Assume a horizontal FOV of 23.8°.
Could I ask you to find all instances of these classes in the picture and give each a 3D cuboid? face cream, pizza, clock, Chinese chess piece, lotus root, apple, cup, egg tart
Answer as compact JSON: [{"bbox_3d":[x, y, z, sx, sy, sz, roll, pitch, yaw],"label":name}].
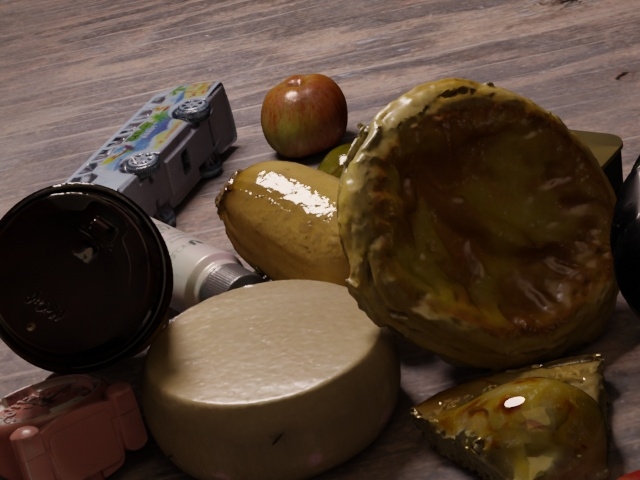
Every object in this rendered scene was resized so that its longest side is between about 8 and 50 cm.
[{"bbox_3d":[-0.154,0.042,1.794,0.092,0.092,0.311,-28,31,-28],"label":"face cream"},{"bbox_3d":[0.213,0.157,1.442,0.204,0.081,0.188,-22,29,-22],"label":"pizza"},{"bbox_3d":[-0.278,0.198,1.564,0.166,0.093,0.162,-25,21,-33],"label":"clock"},{"bbox_3d":[-0.052,0.142,1.554,0.273,0.102,0.273,-9,26,4],"label":"Chinese chess piece"},{"bbox_3d":[0.001,0.001,1.728,0.131,0.146,0.303,-28,46,-36],"label":"lotus root"},{"bbox_3d":[-0.023,-0.177,2.139,0.126,0.102,0.126,-10,28,6],"label":"apple"},{"bbox_3d":[-0.245,0.052,1.618,0.196,0.196,0.280,-13,-9,-2],"label":"cup"},{"bbox_3d":[0.162,-0.008,1.598,0.341,0.341,0.132,-29,-3,-30],"label":"egg tart"}]

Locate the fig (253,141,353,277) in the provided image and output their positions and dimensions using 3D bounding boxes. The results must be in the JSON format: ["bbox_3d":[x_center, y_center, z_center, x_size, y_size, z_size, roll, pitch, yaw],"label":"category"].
[{"bbox_3d":[0.005,-0.019,1.861,0.236,0.124,0.124,-43,34,-7],"label":"fig"}]

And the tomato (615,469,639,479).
[{"bbox_3d":[0.294,0.238,1.268,0.155,0.069,0.156,-9,28,5],"label":"tomato"}]

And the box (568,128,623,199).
[{"bbox_3d":[0.265,-0.049,1.796,0.144,0.090,0.201,8,33,34],"label":"box"}]

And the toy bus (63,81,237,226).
[{"bbox_3d":[-0.234,-0.105,2.085,0.136,0.109,0.330,1,31,25],"label":"toy bus"}]

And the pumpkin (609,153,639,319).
[{"bbox_3d":[0.428,0.017,1.490,0.295,0.296,0.296,-10,28,5],"label":"pumpkin"}]
